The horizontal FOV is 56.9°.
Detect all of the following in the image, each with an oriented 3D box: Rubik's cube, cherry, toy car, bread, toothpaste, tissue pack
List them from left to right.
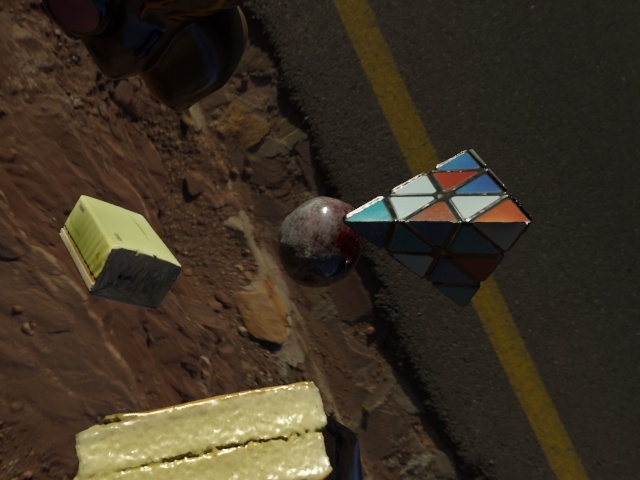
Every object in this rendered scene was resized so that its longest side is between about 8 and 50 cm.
[{"bbox_3d":[-0.412,0.023,1.208,0.159,0.234,0.125,22,104,-44],"label":"tissue pack"},{"bbox_3d":[-0.165,-0.320,0.736,0.240,0.341,0.271,44,39,-34],"label":"toy car"},{"bbox_3d":[-0.136,0.251,0.622,0.246,0.239,0.110,-4,59,-19],"label":"bread"},{"bbox_3d":[-0.004,0.008,1.215,0.195,0.195,0.194,1,85,-17],"label":"cherry"},{"bbox_3d":[0.041,0.442,1.061,0.073,0.114,0.298,-19,114,-32],"label":"toothpaste"},{"bbox_3d":[0.240,-0.047,0.993,0.250,0.285,0.234,55,44,-41],"label":"Rubik's cube"}]
